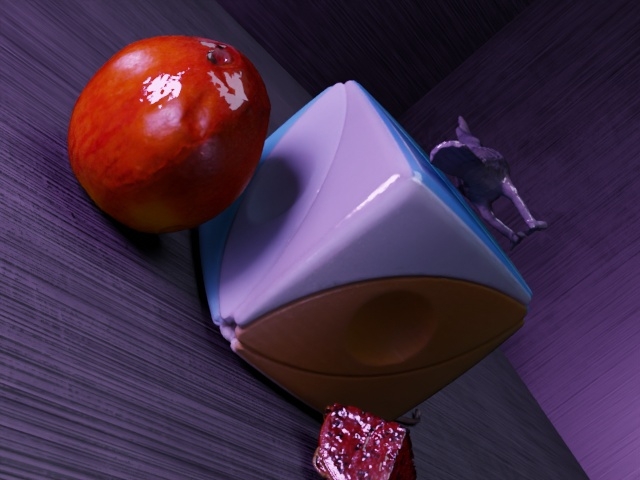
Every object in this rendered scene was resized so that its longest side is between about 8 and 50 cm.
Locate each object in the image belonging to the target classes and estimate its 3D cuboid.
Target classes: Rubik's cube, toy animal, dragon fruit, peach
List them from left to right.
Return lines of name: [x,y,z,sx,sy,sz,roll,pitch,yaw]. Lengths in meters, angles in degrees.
peach: [-0.186,-0.143,1.004,0.238,0.281,0.281,48,12,-5]
Rubik's cube: [0.053,0.024,1.160,0.347,0.352,0.351,41,17,-33]
dragon fruit: [0.056,0.306,1.006,0.127,0.120,0.161,12,-40,30]
toy animal: [0.243,-0.078,1.133,0.206,0.081,0.367,54,19,-3]

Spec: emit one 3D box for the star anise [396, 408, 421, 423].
star anise: [0.110,0.281,1.387,0.148,0.218,0.227,24,-49,34]
